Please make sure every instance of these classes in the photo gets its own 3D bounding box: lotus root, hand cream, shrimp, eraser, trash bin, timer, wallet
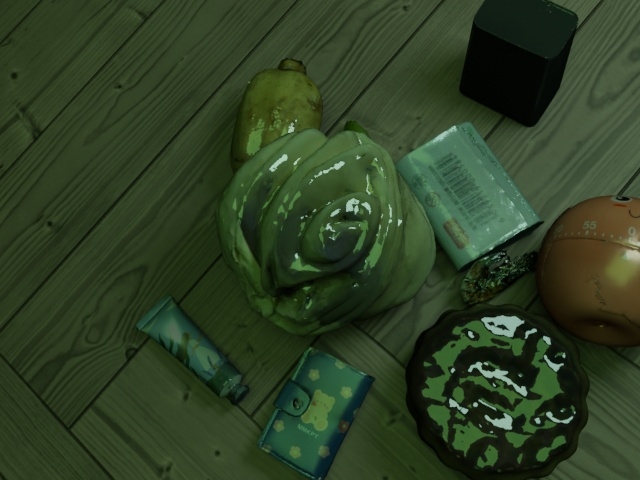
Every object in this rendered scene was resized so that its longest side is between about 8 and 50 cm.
[{"bbox_3d":[-0.080,-0.215,1.199,0.160,0.146,0.284,15,74,-8],"label":"lotus root"},{"bbox_3d":[-0.233,0.205,1.170,0.256,0.055,0.088,38,80,23],"label":"hand cream"},{"bbox_3d":[0.311,0.054,1.097,0.161,0.091,0.034,-30,37,-7],"label":"shrimp"},{"bbox_3d":[0.260,-0.080,1.137,0.174,0.081,0.227,-30,72,-2],"label":"eraser"},{"bbox_3d":[0.341,-0.319,1.109,0.165,0.225,0.115,32,84,16],"label":"trash bin"},{"bbox_3d":[0.458,0.045,0.992,0.229,0.230,0.215,16,65,14],"label":"timer"},{"bbox_3d":[-0.012,0.296,1.098,0.141,0.059,0.202,26,82,17],"label":"wallet"}]

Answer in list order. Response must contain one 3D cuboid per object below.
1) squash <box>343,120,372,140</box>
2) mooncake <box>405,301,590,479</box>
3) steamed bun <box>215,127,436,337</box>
[{"bbox_3d":[0.086,-0.139,1.193,0.066,0.066,0.201,-20,68,4],"label":"squash"},{"bbox_3d":[0.276,0.236,1.010,0.290,0.161,0.290,-2,75,7],"label":"mooncake"},{"bbox_3d":[0.000,0.000,1.038,0.339,0.247,0.352,-33,104,10],"label":"steamed bun"}]
